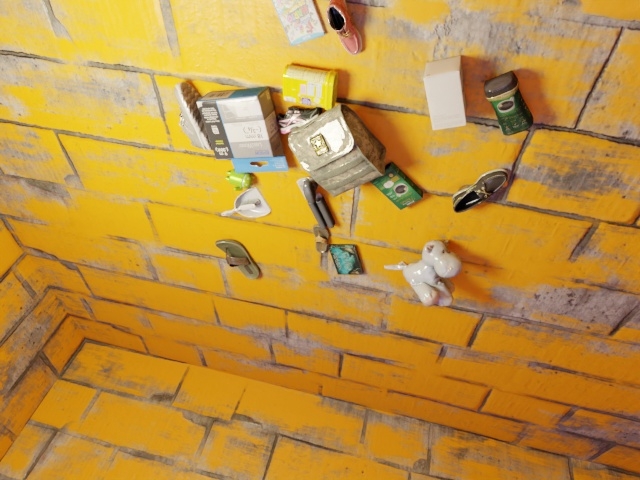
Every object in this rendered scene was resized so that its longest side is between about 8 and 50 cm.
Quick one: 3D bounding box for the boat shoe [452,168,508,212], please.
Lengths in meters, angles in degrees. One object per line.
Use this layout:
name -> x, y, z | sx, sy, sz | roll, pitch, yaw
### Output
boat shoe -> 0.571, -0.171, 1.631 | 0.081, 0.068, 0.228 | 35, 136, -18

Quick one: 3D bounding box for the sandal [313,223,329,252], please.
sandal -> 0.000, 0.000, 2.035 | 0.072, 0.049, 0.180 | 10, 138, 10

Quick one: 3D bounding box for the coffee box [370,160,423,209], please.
coffee box -> 0.287, -0.203, 1.722 | 0.184, 0.040, 0.113 | 39, 135, -20

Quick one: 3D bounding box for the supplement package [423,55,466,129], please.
supplement package -> 0.381, -0.444, 1.384 | 0.105, 0.105, 0.179 | -3, 134, 24

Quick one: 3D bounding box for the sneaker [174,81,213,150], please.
sneaker -> -0.487, -0.449, 1.693 | 0.115, 0.105, 0.281 | 3, 137, 17

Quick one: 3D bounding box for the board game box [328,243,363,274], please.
board game box -> 0.120, 0.088, 2.103 | 0.126, 0.026, 0.186 | -1, 135, 22

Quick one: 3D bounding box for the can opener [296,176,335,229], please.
can opener -> -0.021, -0.145, 1.866 | 0.074, 0.093, 0.280 | -6, 137, 24

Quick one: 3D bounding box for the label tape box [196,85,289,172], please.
label tape box -> -0.273, -0.373, 1.664 | 0.241, 0.106, 0.333 | 1, 127, 19

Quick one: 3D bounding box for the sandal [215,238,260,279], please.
sandal -> -0.404, 0.102, 2.262 | 0.120, 0.086, 0.302 | -15, 129, 32

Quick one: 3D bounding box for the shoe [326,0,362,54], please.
shoe -> 0.067, -0.614, 1.334 | 0.064, 0.081, 0.178 | -8, 132, 27

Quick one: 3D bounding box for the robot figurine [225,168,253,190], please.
robot figurine -> -0.330, -0.254, 1.872 | 0.115, 0.067, 0.101 | 18, 107, 3

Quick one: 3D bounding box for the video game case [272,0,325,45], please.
video game case -> -0.069, -0.679, 1.364 | 0.119, 0.015, 0.166 | -7, 133, 25

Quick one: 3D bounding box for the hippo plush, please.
hippo plush -> 0.481, 0.106, 1.903 | 0.294, 0.234, 0.236 | 47, 127, 31

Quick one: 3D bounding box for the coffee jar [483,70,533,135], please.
coffee jar -> 0.564, -0.412, 1.371 | 0.096, 0.079, 0.184 | -14, 130, 36

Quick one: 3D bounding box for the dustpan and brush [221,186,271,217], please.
dustpan and brush -> -0.341, -0.145, 1.996 | 0.211, 0.060, 0.147 | -9, 131, 27

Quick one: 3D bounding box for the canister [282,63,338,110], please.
canister -> -0.035, -0.503, 1.497 | 0.170, 0.073, 0.126 | 13, 138, 8

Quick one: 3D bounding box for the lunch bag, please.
lunch bag -> 0.055, -0.313, 1.574 | 0.235, 0.168, 0.287 | -21, 135, 35

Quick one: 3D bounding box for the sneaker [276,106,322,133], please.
sneaker -> -0.082, -0.435, 1.592 | 0.178, 0.072, 0.077 | -17, 116, 26
